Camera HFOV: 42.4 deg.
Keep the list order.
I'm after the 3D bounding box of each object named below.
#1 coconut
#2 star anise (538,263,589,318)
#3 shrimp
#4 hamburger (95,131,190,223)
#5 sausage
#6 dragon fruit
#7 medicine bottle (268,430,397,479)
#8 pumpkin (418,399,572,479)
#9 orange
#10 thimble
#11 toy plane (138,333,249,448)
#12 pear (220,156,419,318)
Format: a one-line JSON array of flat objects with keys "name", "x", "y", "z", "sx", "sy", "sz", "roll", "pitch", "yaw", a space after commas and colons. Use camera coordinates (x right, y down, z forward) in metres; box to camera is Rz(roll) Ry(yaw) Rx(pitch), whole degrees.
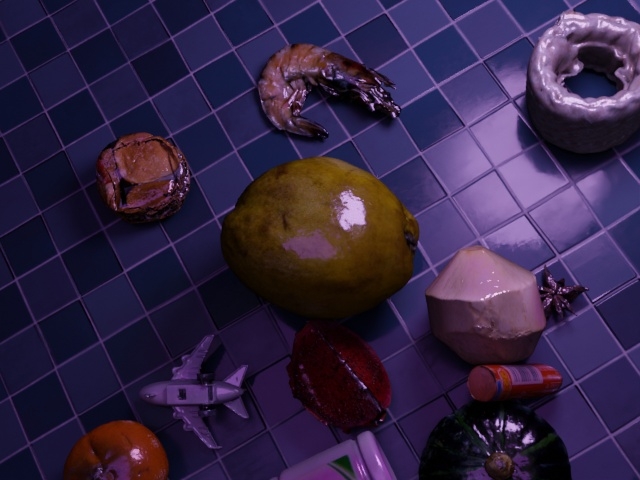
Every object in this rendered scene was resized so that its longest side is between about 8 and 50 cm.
[{"name": "coconut", "x": 0.339, "y": 0.130, "z": 1.706, "sx": 0.259, "sy": 0.259, "sz": 0.259, "roll": -2, "pitch": 74, "yaw": 8}, {"name": "star anise", "x": 0.500, "y": 0.130, "z": 1.787, "sx": 0.124, "sy": 0.056, "sz": 0.129, "roll": 32, "pitch": 78, "yaw": 27}, {"name": "shrimp", "x": 0.012, "y": -0.341, "z": 1.998, "sx": 0.364, "sy": 0.071, "sz": 0.233, "roll": 28, "pitch": 89, "yaw": 14}, {"name": "hamburger", "x": -0.425, "y": -0.150, "z": 1.982, "sx": 0.230, "sy": 0.107, "sz": 0.231, "roll": -2, "pitch": 69, "yaw": 6}, {"name": "sausage", "x": 0.407, "y": 0.285, "z": 1.670, "sx": 0.074, "sy": 0.274, "sz": 0.074, "roll": -6, "pitch": 82, "yaw": 47}, {"name": "dragon fruit", "x": 0.050, "y": 0.294, "z": 1.767, "sx": 0.189, "sy": 0.163, "sz": 0.262, "roll": -29, "pitch": 70, "yaw": -33}, {"name": "medicine bottle", "x": 0.002, "y": 0.544, "z": 1.661, "sx": 0.325, "sy": 0.212, "sz": 0.212, "roll": -25, "pitch": 72, "yaw": 0}, {"name": "pumpkin", "x": 0.344, "y": 0.465, "z": 1.622, "sx": 0.315, "sy": 0.238, "sz": 0.315, "roll": -4, "pitch": 69, "yaw": 10}, {"name": "orange", "x": -0.439, "y": 0.493, "z": 1.761, "sx": 0.224, "sy": 0.170, "sz": 0.224, "roll": -2, "pitch": 75, "yaw": 7}, {"name": "thimble", "x": 0.598, "y": -0.356, "z": 1.845, "sx": 0.291, "sy": 0.195, "sz": 0.292, "roll": -2, "pitch": 69, "yaw": 6}, {"name": "toy plane", "x": -0.284, "y": 0.335, "z": 1.820, "sx": 0.255, "sy": 0.101, "sz": 0.251, "roll": -3, "pitch": 85, "yaw": 8}, {"name": "pear", "x": 0.000, "y": 0.000, "z": 1.760, "sx": 0.413, "sy": 0.352, "sz": 0.352, "roll": 10, "pitch": 75, "yaw": 0}]
